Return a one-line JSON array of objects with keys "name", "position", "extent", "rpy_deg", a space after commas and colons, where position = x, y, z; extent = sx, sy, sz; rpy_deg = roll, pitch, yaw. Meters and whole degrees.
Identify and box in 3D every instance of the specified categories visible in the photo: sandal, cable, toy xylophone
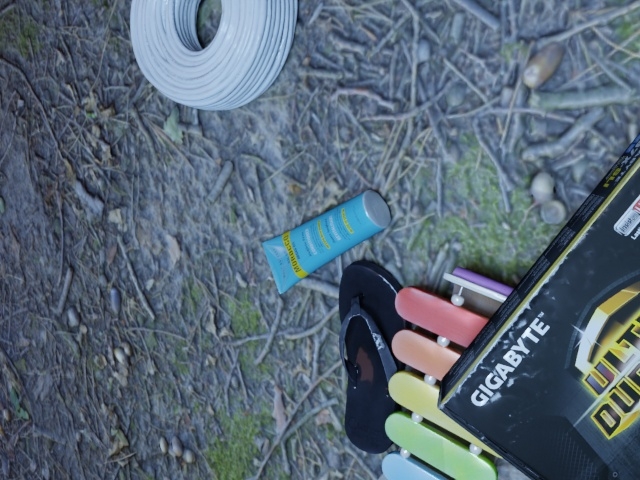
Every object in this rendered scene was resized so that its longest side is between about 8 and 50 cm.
[{"name": "sandal", "position": [0.065, 0.154, 0.722], "extent": [0.097, 0.054, 0.255], "rpy_deg": [-1, 95, 32]}, {"name": "cable", "position": [-0.155, -0.314, 0.788], "extent": [0.257, 0.089, 0.257], "rpy_deg": [29, 110, 27]}, {"name": "toy xylophone", "position": [0.185, 0.194, 0.635], "extent": [0.236, 0.081, 0.323], "rpy_deg": [14, 103, 30]}]

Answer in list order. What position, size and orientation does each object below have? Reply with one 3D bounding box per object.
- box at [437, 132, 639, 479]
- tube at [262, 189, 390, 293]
[{"name": "box", "position": [0.302, 0.098, 0.494], "extent": [0.257, 0.079, 0.322], "rpy_deg": [36, 105, 6]}, {"name": "tube", "position": [0.000, 0.000, 0.756], "extent": [0.207, 0.052, 0.080], "rpy_deg": [-30, 70, 38]}]
